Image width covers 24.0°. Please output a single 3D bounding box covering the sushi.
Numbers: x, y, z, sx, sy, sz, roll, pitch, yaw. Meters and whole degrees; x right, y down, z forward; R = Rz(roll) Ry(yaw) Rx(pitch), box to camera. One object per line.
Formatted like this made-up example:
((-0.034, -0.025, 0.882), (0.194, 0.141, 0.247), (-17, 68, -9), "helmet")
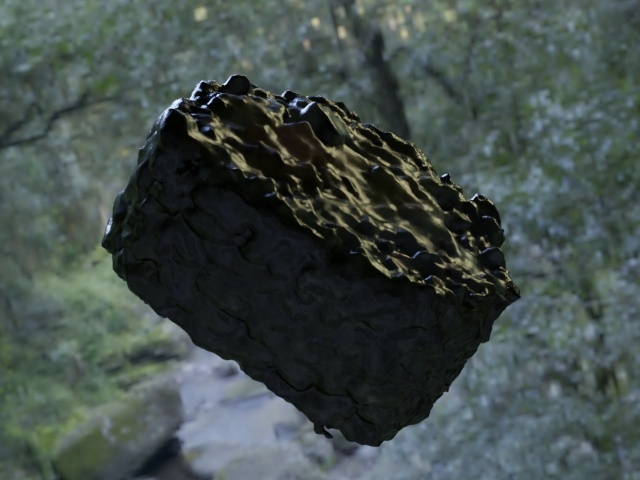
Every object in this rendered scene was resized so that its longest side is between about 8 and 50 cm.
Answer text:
((0.000, 0.000, 1.371), (0.352, 0.178, 0.294), (32, 30, 0), "sushi")
